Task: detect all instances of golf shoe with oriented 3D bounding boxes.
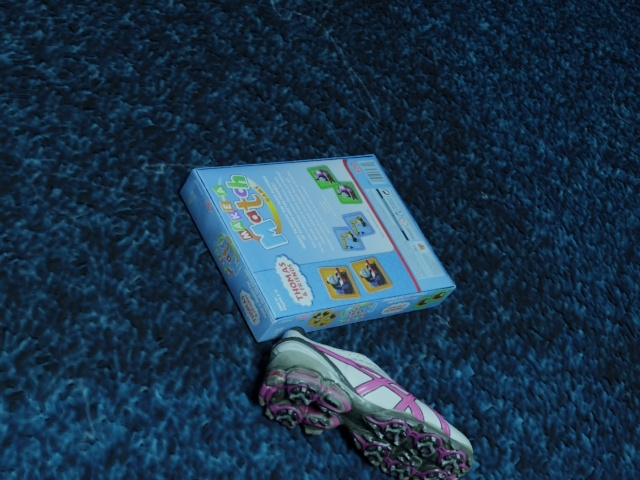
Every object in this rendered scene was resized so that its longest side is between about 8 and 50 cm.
[{"bbox_3d":[0.044,0.127,0.960,0.186,0.067,0.086,29,40,-11],"label":"golf shoe"}]

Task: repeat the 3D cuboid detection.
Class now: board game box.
[{"bbox_3d":[0.000,0.000,1.067,0.211,0.039,0.160,-7,57,-41],"label":"board game box"}]
